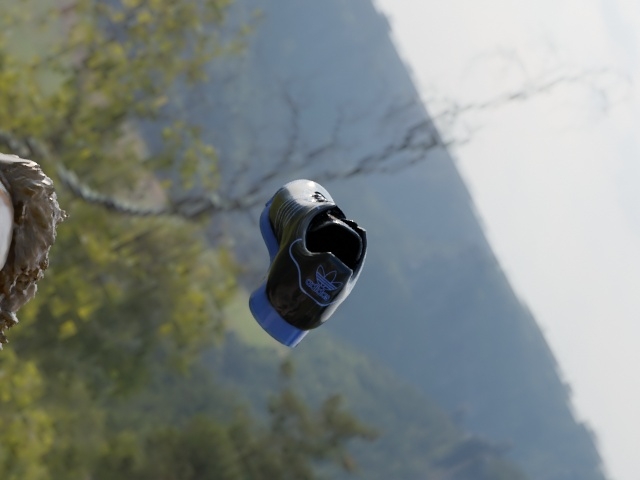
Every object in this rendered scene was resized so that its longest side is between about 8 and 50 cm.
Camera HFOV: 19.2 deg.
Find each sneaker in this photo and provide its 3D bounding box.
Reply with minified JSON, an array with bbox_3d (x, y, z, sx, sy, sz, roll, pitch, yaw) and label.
[{"bbox_3d":[0.000,0.000,1.601,0.081,0.090,0.232,39,25,-17],"label":"sneaker"}]

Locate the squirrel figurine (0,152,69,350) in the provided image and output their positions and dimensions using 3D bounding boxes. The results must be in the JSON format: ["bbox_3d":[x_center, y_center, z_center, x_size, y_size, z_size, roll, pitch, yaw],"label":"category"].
[{"bbox_3d":[-0.424,0.093,1.918,0.397,0.281,0.370,-14,116,-59],"label":"squirrel figurine"}]
